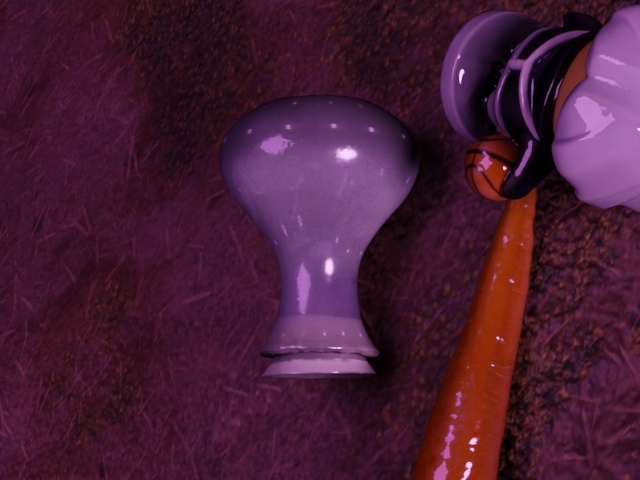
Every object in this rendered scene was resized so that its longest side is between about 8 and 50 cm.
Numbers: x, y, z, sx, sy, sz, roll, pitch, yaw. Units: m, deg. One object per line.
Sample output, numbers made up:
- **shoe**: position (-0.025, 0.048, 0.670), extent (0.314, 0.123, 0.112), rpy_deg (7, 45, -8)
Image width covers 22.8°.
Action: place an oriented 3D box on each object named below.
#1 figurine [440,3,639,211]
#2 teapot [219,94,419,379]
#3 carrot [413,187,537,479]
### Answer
- **figurine**: position (0.204, -0.103, 1.257), extent (0.236, 0.133, 0.176), rpy_deg (19, 84, 54)
- **teapot**: position (0.000, 0.000, 1.440), extent (0.183, 0.183, 0.251), rpy_deg (-10, 78, 48)
- **carrot**: position (0.132, 0.099, 1.312), extent (0.069, 0.069, 0.336), rpy_deg (-3, 68, 50)
